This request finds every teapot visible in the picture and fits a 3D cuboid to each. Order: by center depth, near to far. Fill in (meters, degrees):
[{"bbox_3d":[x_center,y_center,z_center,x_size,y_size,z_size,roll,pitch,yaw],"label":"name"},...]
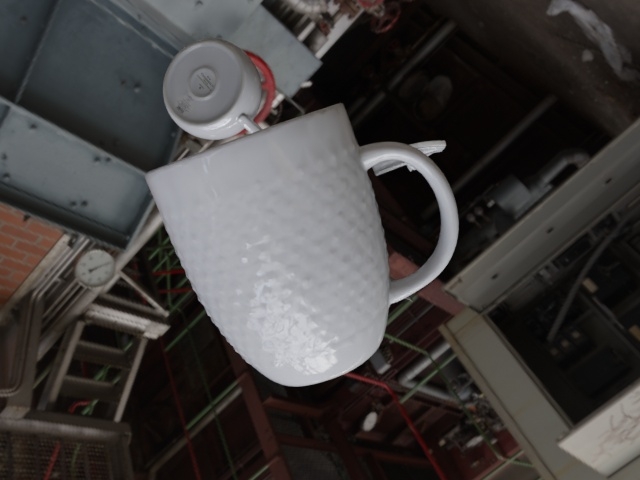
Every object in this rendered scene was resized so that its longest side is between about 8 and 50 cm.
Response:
[{"bbox_3d":[-0.240,-0.350,1.392,0.187,0.253,0.255,20,-111,-72],"label":"teapot"}]

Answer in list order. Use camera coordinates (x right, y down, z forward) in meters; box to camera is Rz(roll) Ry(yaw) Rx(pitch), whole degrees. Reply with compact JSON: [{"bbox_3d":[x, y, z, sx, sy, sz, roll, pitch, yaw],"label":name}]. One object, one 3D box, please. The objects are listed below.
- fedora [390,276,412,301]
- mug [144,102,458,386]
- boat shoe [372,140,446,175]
[{"bbox_3d":[0.087,0.106,1.325,0.244,0.124,0.275,37,179,11],"label":"fedora"},{"bbox_3d":[0.000,0.000,0.775,0.276,0.375,0.327,-79,-30,-77],"label":"mug"},{"bbox_3d":[0.214,-0.198,1.378,0.066,0.184,0.063,-34,-68,-84],"label":"boat shoe"}]
